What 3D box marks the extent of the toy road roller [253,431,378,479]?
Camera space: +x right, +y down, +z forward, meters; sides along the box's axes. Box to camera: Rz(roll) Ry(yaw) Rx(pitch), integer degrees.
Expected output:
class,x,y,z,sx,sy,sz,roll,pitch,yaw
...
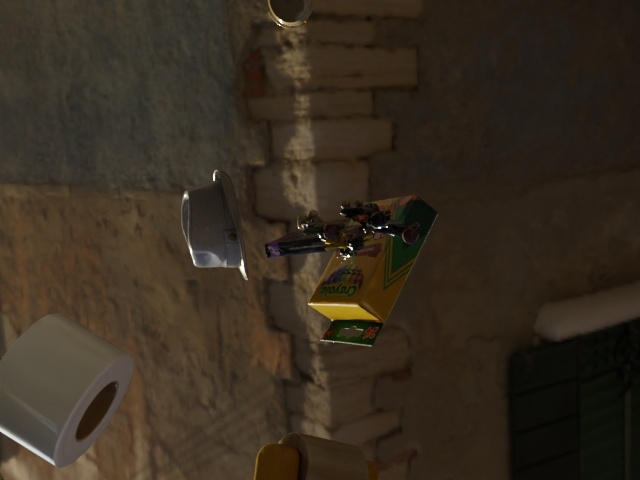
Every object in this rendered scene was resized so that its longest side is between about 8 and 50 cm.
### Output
class,x,y,z,sx,sy,sz,roll,pitch,yaw
toy road roller,0.028,0.469,1.272,0.203,0.329,0.241,20,151,-32

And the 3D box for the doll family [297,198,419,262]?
class,x,y,z,sx,sy,sz,roll,pitch,yaw
doll family,0.064,-0.018,1.227,0.193,0.076,0.111,-21,-160,-22

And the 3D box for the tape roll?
class,x,y,z,sx,sy,sz,roll,pitch,yaw
tape roll,-0.493,0.283,1.546,0.169,0.246,0.246,28,-166,10

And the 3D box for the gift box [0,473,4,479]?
class,x,y,z,sx,sy,sz,roll,pitch,yaw
gift box,-0.475,0.336,0.804,0.258,0.255,0.276,26,172,-38

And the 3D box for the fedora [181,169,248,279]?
class,x,y,z,sx,sy,sz,roll,pitch,yaw
fedora,-0.258,-0.027,1.915,0.124,0.275,0.243,-12,-143,-13

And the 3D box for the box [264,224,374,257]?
class,x,y,z,sx,sy,sz,roll,pitch,yaw
box,0.000,0.000,1.416,0.162,0.029,0.116,-8,-172,25

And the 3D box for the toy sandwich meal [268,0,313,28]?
class,x,y,z,sx,sy,sz,roll,pitch,yaw
toy sandwich meal,-0.042,-0.359,1.215,0.086,0.085,0.029,1,-159,29

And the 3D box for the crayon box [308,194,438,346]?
class,x,y,z,sx,sy,sz,roll,pitch,yaw
crayon box,0.098,0.061,1.694,0.081,0.318,0.202,37,158,-25
